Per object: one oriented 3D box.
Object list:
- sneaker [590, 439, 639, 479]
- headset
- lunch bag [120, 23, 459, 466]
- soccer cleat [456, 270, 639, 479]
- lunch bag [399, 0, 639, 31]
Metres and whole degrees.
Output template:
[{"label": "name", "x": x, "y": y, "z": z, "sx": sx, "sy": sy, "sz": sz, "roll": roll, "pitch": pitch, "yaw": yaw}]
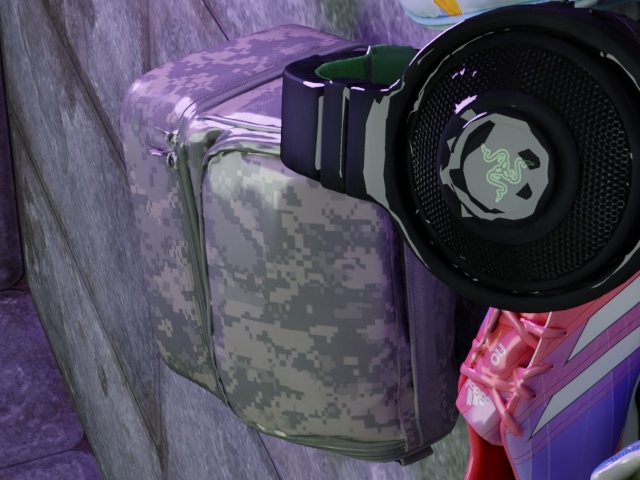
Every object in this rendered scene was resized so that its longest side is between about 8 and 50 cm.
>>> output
[{"label": "sneaker", "x": 0.223, "y": 0.145, "z": 0.847, "sx": 0.211, "sy": 0.081, "sz": 0.080, "roll": 173, "pitch": 86, "yaw": -70}, {"label": "headset", "x": 0.150, "y": -0.070, "z": 0.711, "sx": 0.394, "sy": 0.243, "sz": 0.185, "roll": 18, "pitch": 111, "yaw": 49}, {"label": "lunch bag", "x": 0.000, "y": 0.000, "z": 1.231, "sx": 0.256, "sy": 0.213, "sz": 0.305, "roll": 26, "pitch": 130, "yaw": 46}, {"label": "soccer cleat", "x": 0.141, "y": 0.064, "z": 0.975, "sx": 0.108, "sy": 0.116, "sz": 0.318, "roll": -126, "pitch": 28, "yaw": -49}, {"label": "lunch bag", "x": 0.115, "y": -0.221, "z": 0.865, "sx": 0.279, "sy": 0.108, "sz": 0.224, "roll": -167, "pitch": 61, "yaw": -71}]
